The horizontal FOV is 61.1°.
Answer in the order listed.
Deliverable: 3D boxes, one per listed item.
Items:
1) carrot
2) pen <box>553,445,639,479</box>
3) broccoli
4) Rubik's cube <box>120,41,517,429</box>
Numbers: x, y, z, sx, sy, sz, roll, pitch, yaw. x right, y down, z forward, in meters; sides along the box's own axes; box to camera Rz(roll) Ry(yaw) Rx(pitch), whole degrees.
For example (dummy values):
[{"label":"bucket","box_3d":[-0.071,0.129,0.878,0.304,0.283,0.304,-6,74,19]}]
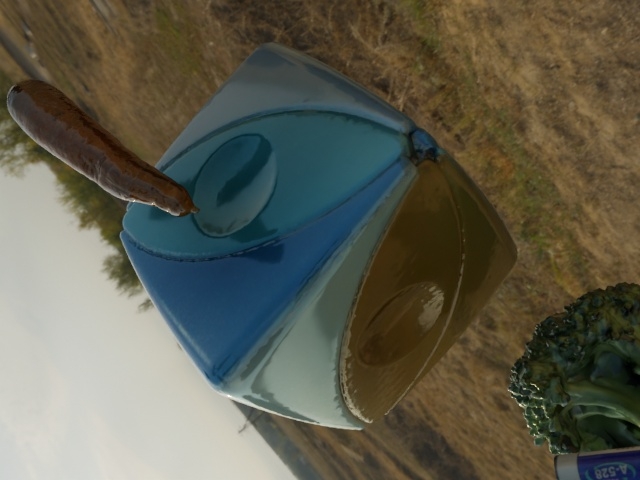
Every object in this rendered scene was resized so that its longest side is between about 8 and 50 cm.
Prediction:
[{"label":"carrot","box_3d":[-0.217,-0.087,0.527,0.247,0.059,0.059,34,160,17]},{"label":"pen","box_3d":[0.218,0.108,0.268,0.204,0.025,0.025,-26,107,36]},{"label":"broccoli","box_3d":[0.396,0.186,0.655,0.235,0.288,0.260,37,-156,-50]},{"label":"Rubik's cube","box_3d":[0.000,0.000,0.717,0.351,0.347,0.352,45,-172,38]}]
